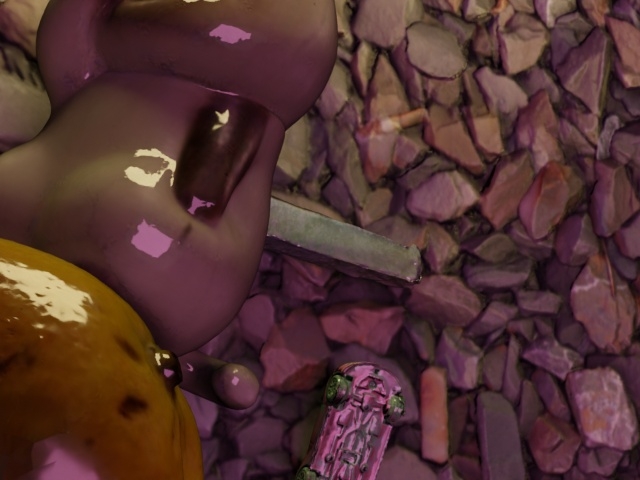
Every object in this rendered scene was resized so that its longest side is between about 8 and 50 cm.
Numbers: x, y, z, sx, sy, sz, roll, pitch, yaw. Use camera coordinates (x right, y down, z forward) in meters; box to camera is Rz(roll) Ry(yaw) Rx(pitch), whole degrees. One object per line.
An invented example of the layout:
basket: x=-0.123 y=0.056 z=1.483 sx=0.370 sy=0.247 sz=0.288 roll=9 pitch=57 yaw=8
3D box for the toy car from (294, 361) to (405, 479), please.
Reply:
toy car: x=0.023 y=0.172 z=1.077 sx=0.069 sy=0.055 sz=0.142 roll=20 pitch=86 yaw=-20

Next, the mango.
mango: x=-0.294 y=0.134 z=0.761 sx=0.445 sy=0.220 sz=0.301 roll=3 pitch=81 yaw=3

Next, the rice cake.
rice cake: x=0.000 y=0.000 z=1.089 sx=0.211 sy=0.034 sz=0.043 roll=18 pitch=68 yaw=-28

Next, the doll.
doll: x=-0.116 y=-0.079 z=0.925 sx=0.226 sy=0.215 sz=0.370 roll=23 pitch=76 yaw=-44
